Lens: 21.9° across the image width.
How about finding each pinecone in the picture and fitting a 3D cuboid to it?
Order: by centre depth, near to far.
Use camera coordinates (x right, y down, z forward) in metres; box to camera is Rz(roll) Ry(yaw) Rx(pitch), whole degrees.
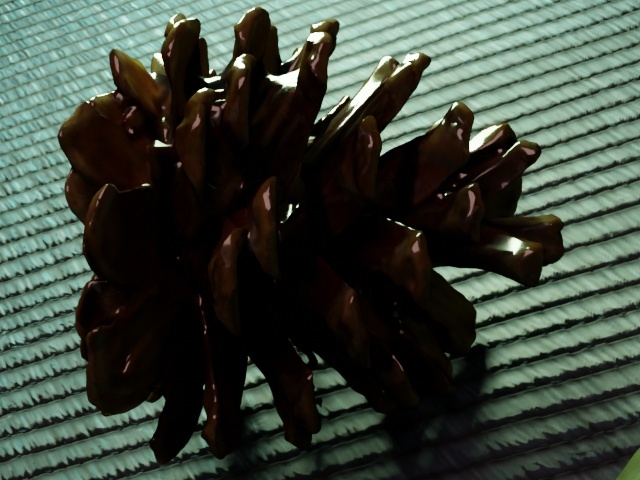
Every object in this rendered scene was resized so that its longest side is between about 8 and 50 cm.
[{"bbox_3d":[0.000,0.000,1.252,0.384,0.384,0.384,-17,35,12],"label":"pinecone"}]

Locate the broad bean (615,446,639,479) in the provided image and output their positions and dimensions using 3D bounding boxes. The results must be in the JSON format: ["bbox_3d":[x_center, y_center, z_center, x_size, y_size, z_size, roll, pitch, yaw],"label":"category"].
[{"bbox_3d":[0.286,0.147,1.032,0.228,0.100,0.169,-11,0,4],"label":"broad bean"}]
